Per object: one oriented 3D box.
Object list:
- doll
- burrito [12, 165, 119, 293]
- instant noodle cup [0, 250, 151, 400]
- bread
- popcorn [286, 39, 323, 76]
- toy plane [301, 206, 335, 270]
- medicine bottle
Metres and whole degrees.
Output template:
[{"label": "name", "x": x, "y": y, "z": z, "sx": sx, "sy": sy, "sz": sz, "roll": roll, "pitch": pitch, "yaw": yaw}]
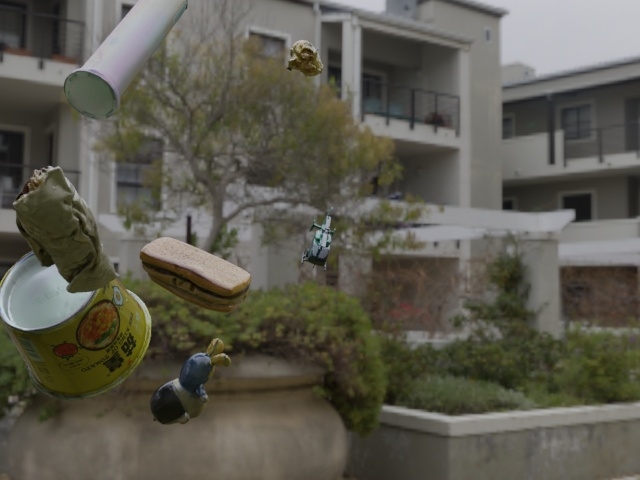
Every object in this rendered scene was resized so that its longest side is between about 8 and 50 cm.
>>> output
[{"label": "doll", "x": -0.224, "y": 0.256, "z": 1.441, "sx": 0.089, "sy": 0.179, "sz": 0.102, "roll": 47, "pitch": 4, "yaw": -35}, {"label": "burrito", "x": -0.425, "y": -0.003, "z": 1.376, "sx": 0.117, "sy": 0.076, "sz": 0.392, "roll": -19, "pitch": -24, "yaw": -10}, {"label": "instant noodle cup", "x": -0.590, "y": 0.175, "z": 1.949, "sx": 0.325, "sy": 0.325, "sz": 0.254, "roll": 0, "pitch": -37, "yaw": 13}, {"label": "bread", "x": -0.230, "y": 0.062, "z": 1.510, "sx": 0.200, "sy": 0.077, "sz": 0.116, "roll": 23, "pitch": 26, "yaw": 8}, {"label": "popcorn", "x": -0.039, "y": -0.386, "z": 1.787, "sx": 0.084, "sy": 0.084, "sz": 0.084, "roll": 1, "pitch": -5, "yaw": 0}, {"label": "toy plane", "x": 0.000, "y": 0.000, "z": 1.961, "sx": 0.060, "sy": 0.096, "sz": 0.235, "roll": 17, "pitch": 24, "yaw": -4}, {"label": "medicine bottle", "x": -0.390, "y": -0.407, "z": 1.719, "sx": 0.108, "sy": 0.426, "sz": 0.108, "roll": 8, "pitch": -49, "yaw": 9}]
